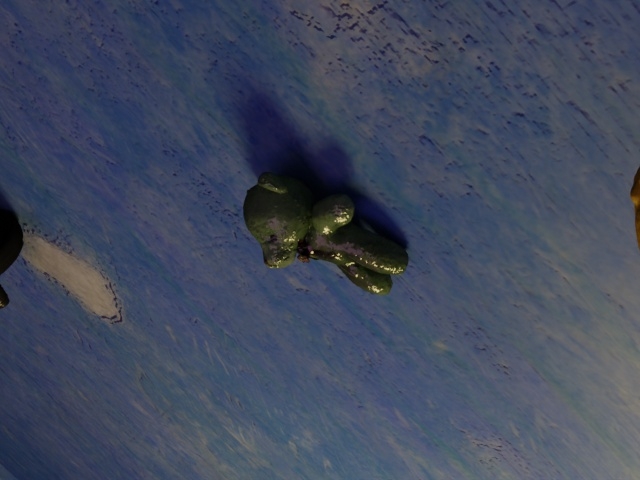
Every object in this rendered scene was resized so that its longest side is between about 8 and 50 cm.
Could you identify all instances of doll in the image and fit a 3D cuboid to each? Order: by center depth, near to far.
[{"bbox_3d":[0.000,0.000,0.801,0.150,0.077,0.115,27,157,-1],"label":"doll"}]

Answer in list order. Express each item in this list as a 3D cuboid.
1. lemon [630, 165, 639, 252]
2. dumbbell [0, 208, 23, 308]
[{"bbox_3d":[0.238,-0.001,0.520,0.155,0.114,0.114,48,147,0],"label":"lemon"},{"bbox_3d":[-0.464,-0.038,1.144,0.143,0.143,0.325,12,138,36],"label":"dumbbell"}]
